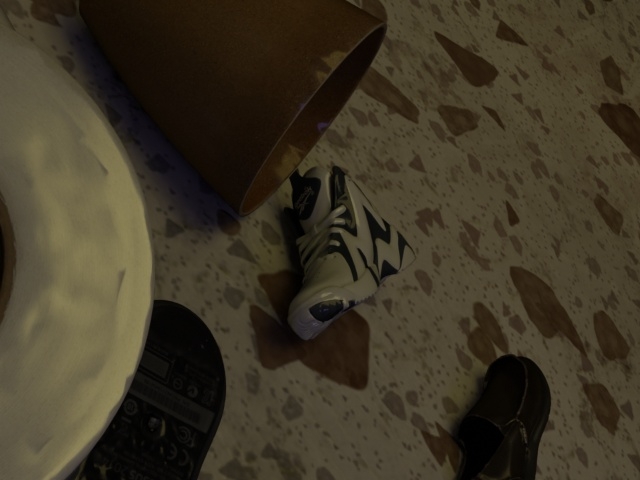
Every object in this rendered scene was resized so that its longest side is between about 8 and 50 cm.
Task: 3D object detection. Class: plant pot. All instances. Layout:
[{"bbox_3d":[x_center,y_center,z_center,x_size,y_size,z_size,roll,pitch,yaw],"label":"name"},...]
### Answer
[{"bbox_3d":[-0.105,-0.192,1.133,0.254,0.237,0.237,37,36,5],"label":"plant pot"}]

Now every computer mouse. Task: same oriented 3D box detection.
[{"bbox_3d":[-0.161,0.168,0.877,0.188,0.072,0.272,37,51,-23],"label":"computer mouse"}]

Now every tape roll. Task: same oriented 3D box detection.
[{"bbox_3d":[-0.298,0.020,0.703,0.392,0.072,0.392,7,68,-18],"label":"tape roll"}]

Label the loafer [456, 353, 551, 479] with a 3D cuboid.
[{"bbox_3d":[0.192,0.199,1.223,0.078,0.080,0.220,38,38,-20],"label":"loafer"}]

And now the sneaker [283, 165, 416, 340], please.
[{"bbox_3d":[0.000,0.000,1.169,0.153,0.094,0.235,53,35,3],"label":"sneaker"}]

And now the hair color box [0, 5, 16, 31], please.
[{"bbox_3d":[-0.341,-0.141,0.892,0.185,0.113,0.374,-22,78,-53],"label":"hair color box"}]
